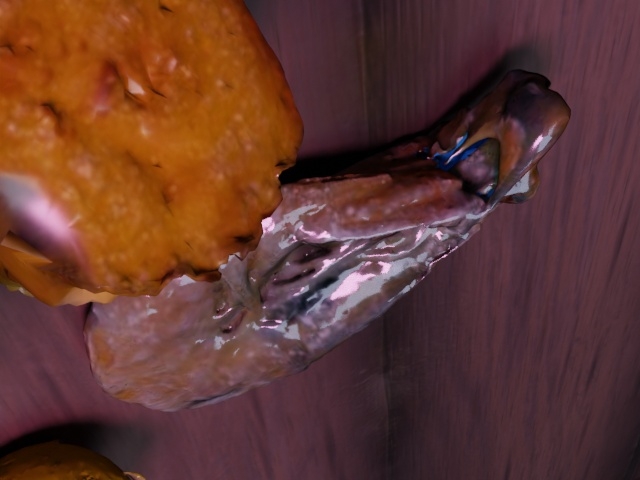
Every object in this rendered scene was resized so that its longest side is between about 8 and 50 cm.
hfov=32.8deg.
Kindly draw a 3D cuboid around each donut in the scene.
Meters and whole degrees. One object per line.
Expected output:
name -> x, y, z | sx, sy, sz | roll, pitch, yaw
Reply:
donut -> -0.212, 0.009, 0.469 | 0.163, 0.435, 0.377 | -8, 137, 42

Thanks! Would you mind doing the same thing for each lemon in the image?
lemon -> -0.237, 0.267, 0.955 | 0.206, 0.173, 0.173 | -25, 147, -8

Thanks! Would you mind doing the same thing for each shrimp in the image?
shrimp -> 0.000, 0.000, 0.885 | 0.446, 0.110, 0.221 | -33, 140, 8
